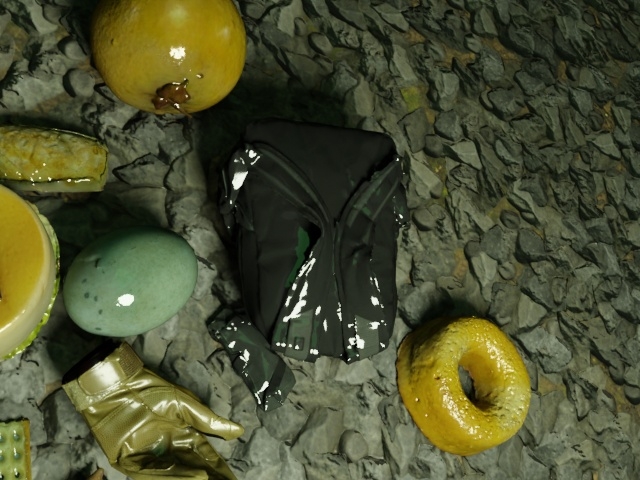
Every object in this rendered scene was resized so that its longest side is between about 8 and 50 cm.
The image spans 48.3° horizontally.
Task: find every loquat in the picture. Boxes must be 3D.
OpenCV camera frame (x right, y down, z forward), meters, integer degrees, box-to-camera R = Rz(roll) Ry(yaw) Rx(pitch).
[{"bbox_3d":[-0.262,-0.344,1.250,0.275,0.275,0.275,9,68,-23],"label":"loquat"}]

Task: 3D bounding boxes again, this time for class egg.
[{"bbox_3d":[-0.297,0.062,1.129,0.169,0.169,0.236,57,33,3],"label":"egg"}]

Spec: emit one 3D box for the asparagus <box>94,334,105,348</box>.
[{"bbox_3d":[-0.349,0.201,1.147,0.023,0.022,0.233,31,45,-65],"label":"asparagus"}]

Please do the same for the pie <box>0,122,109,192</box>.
[{"bbox_3d":[-0.494,-0.139,1.179,0.282,0.068,0.128,2,70,-21],"label":"pie"}]

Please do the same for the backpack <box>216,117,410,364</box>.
[{"bbox_3d":[0.000,0.000,1.260,0.363,0.255,0.446,0,74,-22],"label":"backpack"}]

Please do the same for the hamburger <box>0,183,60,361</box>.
[{"bbox_3d":[-0.524,0.050,1.028,0.300,0.176,0.300,8,70,-23],"label":"hamburger"}]

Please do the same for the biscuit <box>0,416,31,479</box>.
[{"bbox_3d":[-0.534,0.334,1.013,0.231,0.016,0.139,-1,73,-26],"label":"biscuit"}]

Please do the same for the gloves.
[{"bbox_3d":[-0.242,0.293,1.090,0.331,0.141,0.154,47,26,-7],"label":"gloves"}]

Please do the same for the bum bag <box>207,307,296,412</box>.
[{"bbox_3d":[-0.113,0.201,1.244,0.087,0.049,0.198,-31,87,-28],"label":"bum bag"}]

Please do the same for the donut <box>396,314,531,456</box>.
[{"bbox_3d":[0.289,0.270,1.377,0.277,0.108,0.277,9,68,-23],"label":"donut"}]

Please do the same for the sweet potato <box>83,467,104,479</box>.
[{"bbox_3d":[-0.387,0.422,1.029,0.065,0.051,0.218,46,59,-2],"label":"sweet potato"}]
